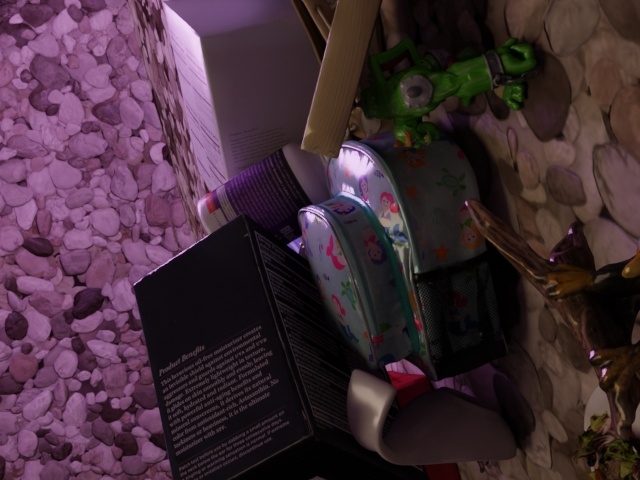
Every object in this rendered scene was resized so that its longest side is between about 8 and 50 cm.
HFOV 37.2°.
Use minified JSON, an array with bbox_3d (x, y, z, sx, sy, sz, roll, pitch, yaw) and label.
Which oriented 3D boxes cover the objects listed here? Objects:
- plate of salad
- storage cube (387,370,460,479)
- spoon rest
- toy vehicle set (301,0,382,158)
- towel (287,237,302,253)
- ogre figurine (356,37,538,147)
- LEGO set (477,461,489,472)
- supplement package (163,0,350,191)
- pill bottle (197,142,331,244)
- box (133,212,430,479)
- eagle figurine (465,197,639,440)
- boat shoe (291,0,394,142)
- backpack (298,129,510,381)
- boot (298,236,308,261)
[{"bbox_3d":[0.279,0.219,0.820,0.200,0.048,0.199,162,90,-74],"label":"plate of salad"},{"bbox_3d":[0.067,0.310,1.379,0.184,0.193,0.215,160,92,-74],"label":"storage cube"},{"bbox_3d":[0.117,0.203,1.044,0.137,0.276,0.084,23,90,41],"label":"spoon rest"},{"bbox_3d":[0.030,-0.193,0.941,0.267,0.035,0.166,-74,0,-71],"label":"toy vehicle set"},{"bbox_3d":[-0.047,0.112,1.844,0.243,0.040,0.336,-133,30,-56],"label":"towel"},{"bbox_3d":[0.107,-0.145,0.891,0.197,0.118,0.096,-134,31,-59],"label":"ogre figurine"},{"bbox_3d":[0.202,0.256,1.188,0.083,0.023,0.054,75,173,-66],"label":"LEGO set"},{"bbox_3d":[-0.073,-0.199,1.295,0.198,0.199,0.262,-130,27,-55],"label":"supplement package"},{"bbox_3d":[-0.046,-0.054,1.185,0.108,0.193,0.108,57,-172,-13],"label":"pill bottle"},{"bbox_3d":[-0.045,0.177,1.131,0.296,0.183,0.294,39,-155,-50],"label":"box"},{"bbox_3d":[0.241,-0.022,0.528,0.226,0.225,0.298,34,126,-4],"label":"eagle figurine"},{"bbox_3d":[0.034,-0.190,1.144,0.104,0.089,0.285,-179,72,-73],"label":"boat shoe"},{"bbox_3d":[0.085,0.006,1.029,0.225,0.191,0.253,-145,45,-67],"label":"backpack"},{"bbox_3d":[-0.001,0.002,1.465,0.236,0.085,0.178,70,167,-16],"label":"boot"}]
